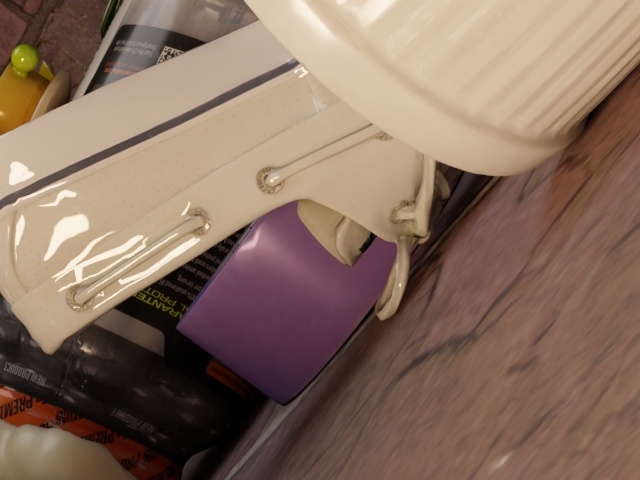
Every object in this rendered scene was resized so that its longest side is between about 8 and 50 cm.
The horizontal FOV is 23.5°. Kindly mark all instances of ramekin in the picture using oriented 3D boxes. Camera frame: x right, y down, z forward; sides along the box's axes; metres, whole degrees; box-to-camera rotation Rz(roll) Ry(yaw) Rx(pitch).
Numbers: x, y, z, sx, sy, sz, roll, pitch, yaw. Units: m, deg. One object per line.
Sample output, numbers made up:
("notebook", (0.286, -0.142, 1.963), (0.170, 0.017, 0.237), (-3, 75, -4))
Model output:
("ramekin", (0.055, -0.137, 0.575), (0.109, 0.207, 0.207), (-41, 10, 32))

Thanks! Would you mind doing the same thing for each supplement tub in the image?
("supplement tub", (-0.112, 0.003, 1.090), (0.338, 0.207, 0.207), (-65, 6, -12))

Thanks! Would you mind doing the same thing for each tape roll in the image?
("tape roll", (0.000, 0.000, 0.918), (0.189, 0.080, 0.189), (-53, 2, 3))

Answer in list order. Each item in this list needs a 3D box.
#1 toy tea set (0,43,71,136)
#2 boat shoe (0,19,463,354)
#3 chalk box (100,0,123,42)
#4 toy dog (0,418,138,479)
("toy tea set", (-0.300, 0.002, 1.139), (0.200, 0.124, 0.336), (-71, 7, -50))
("boat shoe", (0.012, -0.039, 0.758), (0.367, 0.156, 0.136), (-24, -1, -3))
("chalk box", (-0.112, -0.292, 1.280), (0.289, 0.179, 0.180), (-54, 3, -8))
("toy dog", (-0.323, 0.283, 0.861), (0.408, 0.284, 0.395), (-55, -9, -29))
